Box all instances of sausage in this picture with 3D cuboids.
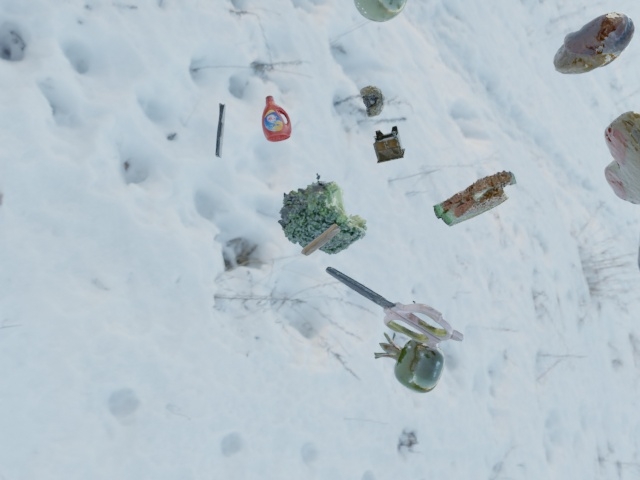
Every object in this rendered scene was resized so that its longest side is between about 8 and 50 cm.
[{"bbox_3d":[0.000,0.000,1.368,0.116,0.026,0.026,-38,112,-20],"label":"sausage"}]

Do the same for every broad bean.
[{"bbox_3d":[0.767,-0.558,1.581,0.122,0.229,0.156,27,68,-30],"label":"broad bean"}]

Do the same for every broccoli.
[{"bbox_3d":[0.020,-0.116,2.140,0.293,0.348,0.280,104,-3,-50],"label":"broccoli"}]

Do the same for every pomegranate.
[{"bbox_3d":[0.248,0.336,1.556,0.151,0.191,0.131,-69,164,-1],"label":"pomegranate"}]

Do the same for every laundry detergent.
[{"bbox_3d":[-0.151,-0.412,1.858,0.049,0.098,0.165,103,-22,-69],"label":"laundry detergent"}]

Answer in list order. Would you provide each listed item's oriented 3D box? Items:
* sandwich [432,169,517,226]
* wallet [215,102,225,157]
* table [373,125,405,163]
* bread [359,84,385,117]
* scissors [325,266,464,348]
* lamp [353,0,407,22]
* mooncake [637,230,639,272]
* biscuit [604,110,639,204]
[{"bbox_3d":[0.434,-0.118,1.493,0.235,0.159,0.079,-23,82,-21],"label":"sandwich"},{"bbox_3d":[-0.290,-0.318,1.610,0.082,0.018,0.156,-142,-122,-82],"label":"wallet"},{"bbox_3d":[0.206,-0.293,1.689,0.070,0.083,0.082,-68,143,-57],"label":"table"},{"bbox_3d":[0.190,-0.498,1.982,0.060,0.082,0.113,-84,152,-64],"label":"bread"},{"bbox_3d":[0.144,0.134,1.139,0.318,0.160,0.024,32,58,-14],"label":"scissors"},{"bbox_3d":[0.122,-0.402,0.868,0.091,0.163,0.090,-1,92,-35],"label":"lamp"},{"bbox_3d":[0.531,0.013,0.685,0.133,0.245,0.244,-32,105,-56],"label":"mooncake"},{"bbox_3d":[0.753,-0.091,1.147,0.394,0.076,0.368,49,5,34],"label":"biscuit"}]
